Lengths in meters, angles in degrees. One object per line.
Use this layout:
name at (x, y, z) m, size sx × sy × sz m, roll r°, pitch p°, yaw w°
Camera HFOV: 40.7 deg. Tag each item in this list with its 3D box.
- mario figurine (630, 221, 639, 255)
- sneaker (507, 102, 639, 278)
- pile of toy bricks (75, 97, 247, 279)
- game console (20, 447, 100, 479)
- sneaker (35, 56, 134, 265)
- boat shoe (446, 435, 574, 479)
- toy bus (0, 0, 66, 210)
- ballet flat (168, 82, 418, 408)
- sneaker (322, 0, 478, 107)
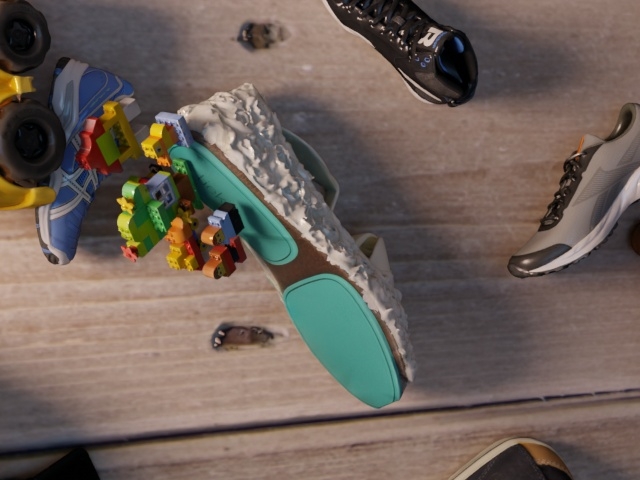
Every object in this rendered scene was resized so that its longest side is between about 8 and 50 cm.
mario figurine at (0.468, 0.061, 0.983) m, size 0.198 × 0.320 × 0.170 m, roll 28°, pitch 91°, yaw -18°
sneaker at (0.320, -0.056, 1.047) m, size 0.271 × 0.100 × 0.108 m, roll -43°, pitch 94°, yaw -9°
pile of toy bricks at (-0.162, -0.026, 0.855) m, size 0.105 × 0.118 × 0.212 m, roll -48°, pitch 137°, yaw -33°
game console at (-0.301, 0.306, 0.968) m, size 0.107 × 0.071 × 0.122 m, roll -33°, pitch 111°, yaw -40°
sneaker at (-0.243, -0.075, 0.878) m, size 0.081 × 0.080 × 0.211 m, roll 8°, pitch 98°, yaw -16°
boat shoe at (0.128, 0.445, 1.045) m, size 0.500 × 0.156 × 0.187 m, roll -41°, pitch 110°, yaw -4°
toy bus at (-0.358, -0.124, 0.757) m, size 0.211 × 0.149 × 0.220 m, roll -16°, pitch 106°, yaw -49°
ballet flat at (0.000, 0.000, 0.943) m, size 0.147 × 0.147 × 0.409 m, roll -38°, pitch 109°, yaw -6°
sneaker at (0.093, -0.234, 0.924) m, size 0.217 × 0.121 × 0.079 m, roll 41°, pitch 86°, yaw -19°
